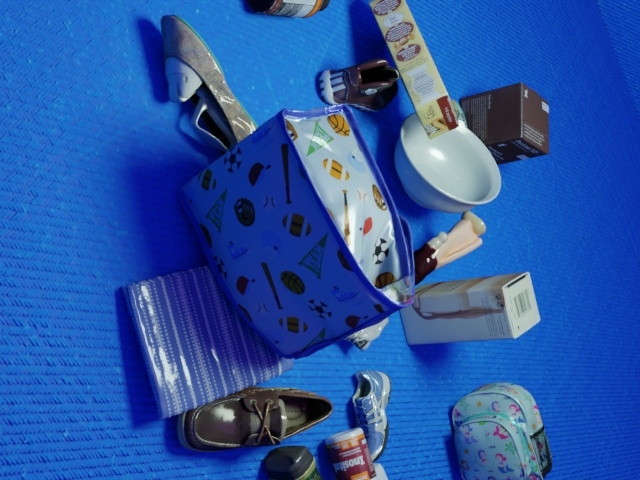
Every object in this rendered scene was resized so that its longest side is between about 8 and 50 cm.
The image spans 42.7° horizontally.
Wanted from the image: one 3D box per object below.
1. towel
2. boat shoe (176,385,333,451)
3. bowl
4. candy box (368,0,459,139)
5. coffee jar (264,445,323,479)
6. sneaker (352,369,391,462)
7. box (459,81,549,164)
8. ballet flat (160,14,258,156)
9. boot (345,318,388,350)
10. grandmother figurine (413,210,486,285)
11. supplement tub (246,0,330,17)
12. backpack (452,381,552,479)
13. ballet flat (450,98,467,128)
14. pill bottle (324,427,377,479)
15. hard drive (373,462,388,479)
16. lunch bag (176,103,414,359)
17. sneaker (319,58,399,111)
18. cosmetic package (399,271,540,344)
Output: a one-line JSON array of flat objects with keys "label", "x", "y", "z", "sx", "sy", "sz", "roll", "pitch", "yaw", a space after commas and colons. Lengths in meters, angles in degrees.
[{"label": "towel", "x": -0.197, "y": 0.165, "z": 1.511, "sx": 0.336, "sy": 0.040, "sz": 0.243, "roll": -13, "pitch": 84, "yaw": -48}, {"label": "boat shoe", "x": -0.111, "y": 0.328, "z": 1.535, "sx": 0.342, "sy": 0.123, "sz": 0.123, "roll": 9, "pitch": 76, "yaw": -48}, {"label": "bowl", "x": 0.294, "y": -0.173, "z": 2.055, "sx": 0.297, "sy": 0.134, "sz": 0.298, "roll": 19, "pitch": 47, "yaw": -22}, {"label": "candy box", "x": 0.225, "y": -0.422, "z": 1.969, "sx": 0.183, "sy": 0.087, "sz": 0.317, "roll": 44, "pitch": 25, "yaw": -66}, {"label": "coffee jar", "x": -0.034, "y": 0.490, "z": 1.616, "sx": 0.079, "sy": 0.096, "sz": 0.184, "roll": -46, "pitch": 118, "yaw": -47}, {"label": "sneaker", "x": 0.102, "y": 0.388, "z": 1.820, "sx": 0.081, "sy": 0.080, "sz": 0.211, "roll": 28, "pitch": 53, "yaw": -36}, {"label": "box", "x": 0.522, "y": -0.326, "z": 2.337, "sx": 0.168, "sy": 0.203, "sz": 0.167, "roll": 19, "pitch": 70, "yaw": -46}, {"label": "ballet flat", "x": -0.220, "y": -0.270, "z": 1.542, "sx": 0.106, "sy": 0.107, "sz": 0.316, "roll": -51, "pitch": 121, "yaw": -26}, {"label": "boot", "x": 0.070, "y": 0.189, "z": 1.793, "sx": 0.258, "sy": 0.095, "sz": 0.123, "roll": -35, "pitch": 103, "yaw": -48}, {"label": "grandmother figurine", "x": 0.259, "y": 0.050, "z": 1.982, "sx": 0.342, "sy": 0.104, "sz": 0.208, "roll": -34, "pitch": 153, "yaw": -29}, {"label": "supplement tub", "x": -0.064, "y": -0.535, "z": 1.767, "sx": 0.197, "sy": 0.106, "sz": 0.106, "roll": -15, "pitch": 94, "yaw": -50}, {"label": "backpack", "x": 0.451, "y": 0.496, "z": 2.089, "sx": 0.191, "sy": 0.225, "sz": 0.254, "roll": -4, "pitch": 82, "yaw": -55}, {"label": "ballet flat", "x": 0.370, "y": -0.278, "z": 2.260, "sx": 0.079, "sy": 0.077, "sz": 0.222, "roll": -25, "pitch": 103, "yaw": -29}, {"label": "pill bottle", "x": 0.070, "y": 0.480, "z": 1.728, "sx": 0.086, "sy": 0.086, "sz": 0.152, "roll": -8, "pitch": 77, "yaw": -50}, {"label": "hard drive", "x": 0.077, "y": 0.657, "z": 1.759, "sx": 0.307, "sy": 0.040, "sz": 0.203, "roll": -39, "pitch": 112, "yaw": -46}, {"label": "lunch bag", "x": -0.027, "y": -0.002, "z": 1.483, "sx": 0.238, "sy": 0.327, "sz": 0.386, "roll": -17, "pitch": 79, "yaw": -47}, {"label": "sneaker", "x": 0.140, "y": -0.368, "z": 1.927, "sx": 0.281, "sy": 0.162, "sz": 0.107, "roll": -15, "pitch": 94, "yaw": -49}, {"label": "cosmetic package", "x": 0.354, "y": 0.165, "z": 1.979, "sx": 0.153, "sy": 0.296, "sz": 0.129, "roll": -21, "pitch": 98, "yaw": -51}]
